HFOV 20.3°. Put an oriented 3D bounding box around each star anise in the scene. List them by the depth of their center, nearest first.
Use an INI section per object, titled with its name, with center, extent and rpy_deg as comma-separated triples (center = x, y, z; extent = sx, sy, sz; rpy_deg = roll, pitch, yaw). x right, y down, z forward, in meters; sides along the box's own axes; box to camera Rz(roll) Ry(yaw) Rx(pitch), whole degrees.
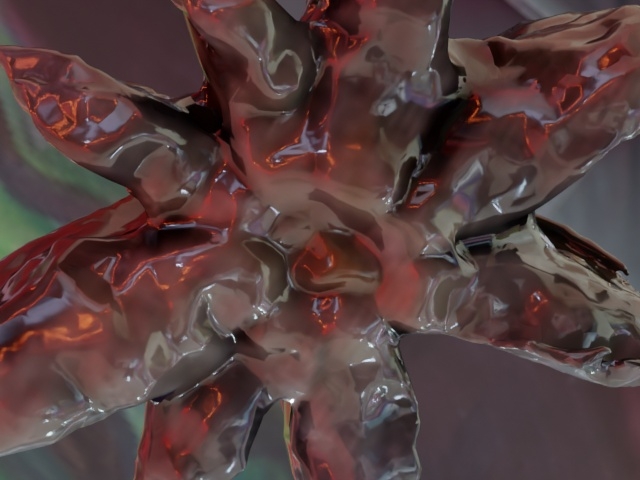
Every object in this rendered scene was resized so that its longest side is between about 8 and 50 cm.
[star anise]
center = 0.000, 0.000, 0.479
extent = 0.093, 0.236, 0.229
rpy_deg = -122, 17, -70
